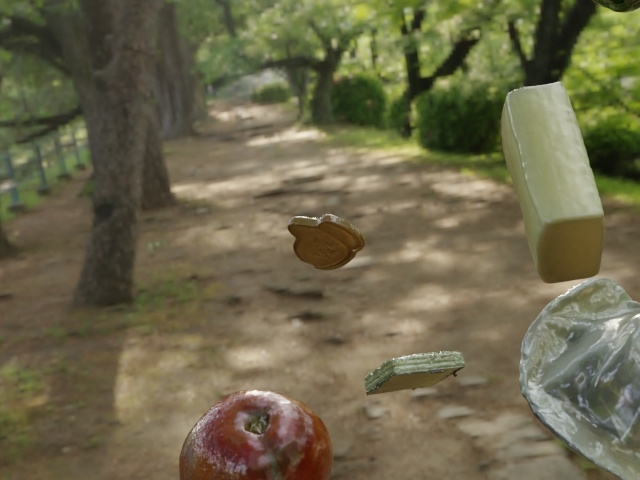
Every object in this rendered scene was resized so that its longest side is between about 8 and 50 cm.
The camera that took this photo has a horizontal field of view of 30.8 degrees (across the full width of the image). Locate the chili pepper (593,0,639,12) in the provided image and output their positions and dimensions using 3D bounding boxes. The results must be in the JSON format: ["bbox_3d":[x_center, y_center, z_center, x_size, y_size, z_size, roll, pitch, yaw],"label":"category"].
[{"bbox_3d":[0.143,-0.253,0.735,0.099,0.253,0.083,-19,-17,-24],"label":"chili pepper"}]

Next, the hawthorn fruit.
[{"bbox_3d":[-0.067,0.243,1.260,0.172,0.173,0.173,-9,9,1],"label":"hawthorn fruit"}]

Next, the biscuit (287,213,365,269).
[{"bbox_3d":[0.000,0.001,1.844,0.140,0.118,0.023,-48,15,54],"label":"biscuit"}]

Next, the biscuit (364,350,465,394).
[{"bbox_3d":[0.145,0.208,1.835,0.121,0.041,0.199,-3,-15,-12],"label":"biscuit"}]

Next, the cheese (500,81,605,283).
[{"bbox_3d":[0.390,-0.092,1.964,0.123,0.266,0.242,-14,-29,8],"label":"cheese"}]

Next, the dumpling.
[{"bbox_3d":[0.324,0.162,1.189,0.226,0.175,0.243,-13,24,-33],"label":"dumpling"}]
